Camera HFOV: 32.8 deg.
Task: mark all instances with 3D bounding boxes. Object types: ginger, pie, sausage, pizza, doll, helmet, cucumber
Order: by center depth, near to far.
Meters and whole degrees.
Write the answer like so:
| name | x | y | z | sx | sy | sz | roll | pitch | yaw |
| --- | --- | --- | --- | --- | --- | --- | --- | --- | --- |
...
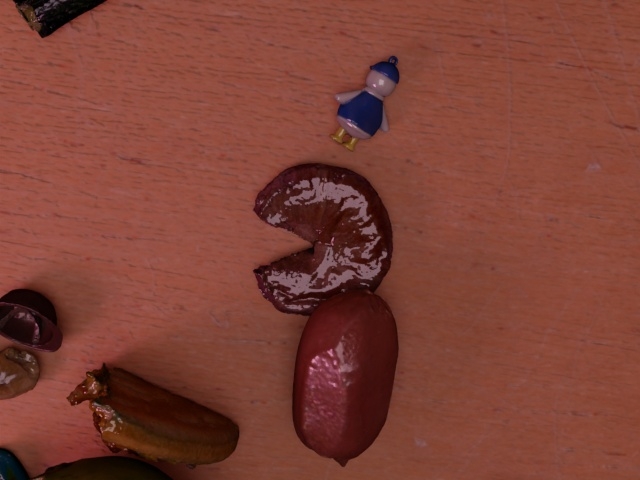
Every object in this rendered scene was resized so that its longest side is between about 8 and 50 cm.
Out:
| name | x | y | z | sx | sy | sz | roll | pitch | yaw |
| --- | --- | --- | --- | --- | --- | --- | --- | --- | --- |
| cucumber | -0.289 | -0.349 | 1.442 | 0.245 | 0.067 | 0.067 | -28 | 100 | 3 |
| pizza | -0.245 | 0.244 | 1.489 | 0.228 | 0.289 | 0.081 | 31 | 95 | 31 |
| doll | 0.066 | -0.191 | 1.494 | 0.098 | 0.057 | 0.143 | 28 | 96 | -29 |
| sausage | 0.030 | 0.193 | 1.500 | 0.148 | 0.148 | 0.255 | -1 | 114 | -3 |
| ginger | -0.564 | 0.206 | 1.513 | 0.333 | 0.081 | 0.148 | -25 | 115 | 2 |
| helmet | -0.402 | 0.102 | 1.513 | 0.111 | 0.057 | 0.089 | 28 | 132 | -13 |
| pie | 0.000 | 0.000 | 1.521 | 0.204 | 0.054 | 0.219 | -13 | 100 | -1 |

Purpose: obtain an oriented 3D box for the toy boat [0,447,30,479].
| name | x | y | z | sx | sy | sz | roll | pitch | yaw |
| --- | --- | --- | --- | --- | --- | --- | --- | --- | --- |
| toy boat | -0.441 | 0.452 | 1.551 | 0.134 | 0.092 | 0.299 | -26 | 99 | -2 |

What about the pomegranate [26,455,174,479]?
| name | x | y | z | sx | sy | sz | roll | pitch | yaw |
| --- | --- | --- | --- | --- | --- | --- | --- | --- | --- |
| pomegranate | -0.255 | 0.444 | 1.443 | 0.309 | 0.216 | 0.359 | -27 | 94 | 44 |
